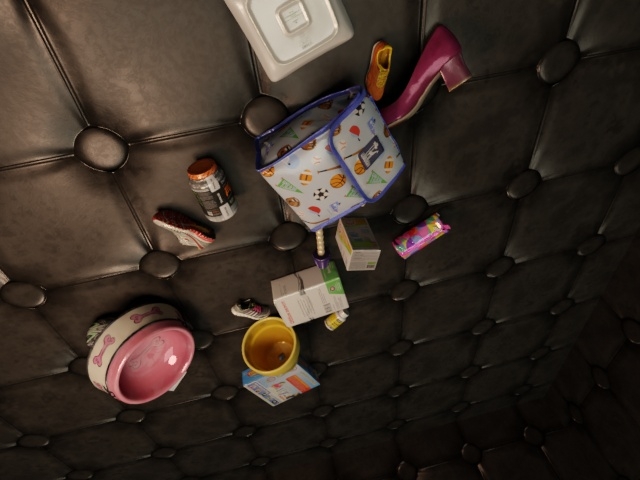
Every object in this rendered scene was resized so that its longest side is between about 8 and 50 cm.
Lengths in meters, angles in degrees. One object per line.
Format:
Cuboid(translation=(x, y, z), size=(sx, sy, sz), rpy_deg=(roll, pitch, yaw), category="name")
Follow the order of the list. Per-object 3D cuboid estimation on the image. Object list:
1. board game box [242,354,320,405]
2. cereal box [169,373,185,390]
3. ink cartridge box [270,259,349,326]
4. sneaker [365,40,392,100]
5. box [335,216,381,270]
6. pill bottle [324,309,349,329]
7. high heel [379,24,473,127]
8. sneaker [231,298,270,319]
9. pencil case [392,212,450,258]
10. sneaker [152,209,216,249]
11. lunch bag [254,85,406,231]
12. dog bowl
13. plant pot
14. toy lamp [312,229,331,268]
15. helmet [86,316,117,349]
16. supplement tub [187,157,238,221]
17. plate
Cuboid(translation=(-0.205, 0.733, 2.225), size=(0.302, 0.086, 0.308), rpy_deg=(-27, 132, 8), category="board game box")
Cuboid(translation=(-0.785, 0.642, 1.996), size=(0.240, 0.047, 0.173), rpy_deg=(20, 122, -31), category="cereal box")
Cuboid(translation=(-0.045, 0.231, 1.803), size=(0.289, 0.121, 0.211), rpy_deg=(-18, 133, 0), category="ink cartridge box")
Cuboid(translation=(0.175, -0.502, 1.258), size=(0.064, 0.067, 0.175), rpy_deg=(-10, 134, -11), category="sneaker")
Cuboid(translation=(0.139, 0.010, 1.607), size=(0.114, 0.203, 0.103), rpy_deg=(0, 130, -14), category="box")
Cuboid(translation=(0.080, 0.373, 2.006), size=(0.065, 0.065, 0.116), rpy_deg=(30, 116, -35), category="pill bottle")
Cuboid(translation=(0.265, -0.484, 1.311), size=(0.377, 0.127, 0.181), rpy_deg=(-29, 95, 20), category="high heel")
Cuboid(translation=(-0.297, 0.296, 1.825), size=(0.170, 0.063, 0.074), rpy_deg=(11, 132, -19), category="sneaker")
Cuboid(translation=(0.415, -0.018, 1.738), size=(0.236, 0.104, 0.104), rpy_deg=(-35, 131, 16), category="pencil case")
Cuboid(translation=(-0.483, -0.028, 1.466), size=(0.225, 0.088, 0.093), rpy_deg=(30, 118, -35), category="sneaker")
Cuboid(translation=(0.040, -0.253, 1.310), size=(0.386, 0.239, 0.328), rpy_deg=(-28, 133, 15), category="lunch bag")
Cuboid(translation=(-0.679, 0.455, 1.652), size=(0.408, 0.150, 0.407), rpy_deg=(-33, 137, -38), category="dog bowl")
Cuboid(translation=(-0.205, 0.511, 1.937), size=(0.254, 0.254, 0.239), rpy_deg=(-20, 148, 1), category="plant pot")
Cuboid(translation=(0.000, 0.000, 1.646), size=(0.080, 0.080, 0.274), rpy_deg=(-10, 131, -8), category="toy lamp")
Cuboid(translation=(-0.840, 0.383, 1.673), size=(0.169, 0.169, 0.161), rpy_deg=(5, 145, -21), category="helmet")
Cuboid(translation=(-0.352, -0.164, 1.365), size=(0.117, 0.117, 0.190), rpy_deg=(-17, 134, -1), category="supplement tub")
Cuboid(translation=(-0.074, -0.598, 1.114), size=(0.277, 0.045, 0.278), rpy_deg=(-28, 133, 7), category="plate")
